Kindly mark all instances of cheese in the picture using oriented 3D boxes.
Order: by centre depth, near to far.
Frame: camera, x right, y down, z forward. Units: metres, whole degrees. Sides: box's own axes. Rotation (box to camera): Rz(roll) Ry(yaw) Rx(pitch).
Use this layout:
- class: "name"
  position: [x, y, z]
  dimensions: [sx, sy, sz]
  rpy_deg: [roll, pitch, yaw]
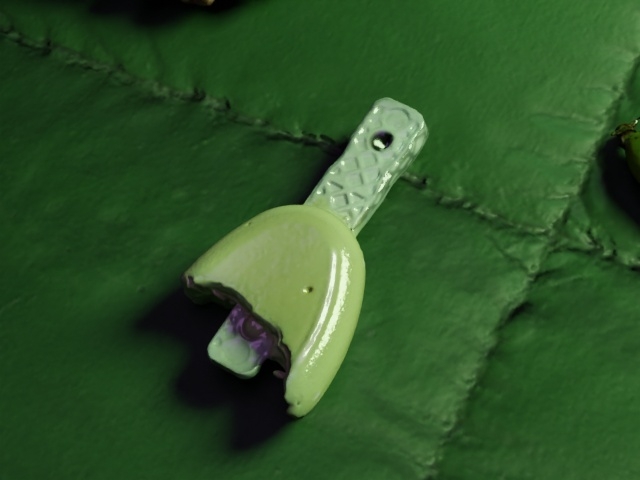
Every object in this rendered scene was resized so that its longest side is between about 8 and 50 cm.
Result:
- class: "cheese"
  position: [0.000, 0.001, 1.231]
  dimensions: [0.127, 0.050, 0.235]
  rpy_deg: [27, 68, 23]

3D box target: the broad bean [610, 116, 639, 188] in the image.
- class: "broad bean"
  position: [0.285, -0.021, 1.210]
  dimensions: [0.227, 0.039, 0.069]
  rpy_deg: [30, 62, 23]

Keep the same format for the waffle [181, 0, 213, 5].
- class: "waffle"
  position: [-0.081, -0.269, 1.401]
  dimensions: [0.221, 0.055, 0.234]
  rpy_deg: [-2, 55, 9]
